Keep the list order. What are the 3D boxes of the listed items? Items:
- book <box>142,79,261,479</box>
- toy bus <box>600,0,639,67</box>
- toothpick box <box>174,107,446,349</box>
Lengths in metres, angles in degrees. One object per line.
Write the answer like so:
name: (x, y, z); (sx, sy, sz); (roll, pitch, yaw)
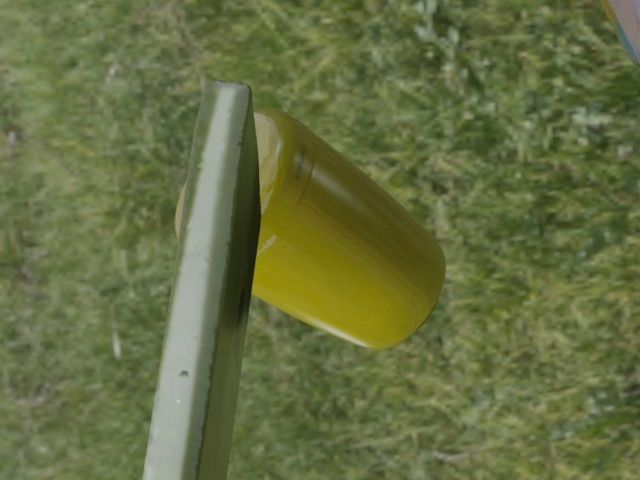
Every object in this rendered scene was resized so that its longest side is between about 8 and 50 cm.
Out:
book: (-0.071, 0.112, 0.819); (0.239, 0.035, 0.352); (89, -173, -71)
toy bus: (0.221, -0.215, 0.813); (0.386, 0.171, 0.162); (68, -169, 18)
toothpick box: (0.000, 0.000, 1.416); (0.175, 0.271, 0.175); (-36, 35, 31)
